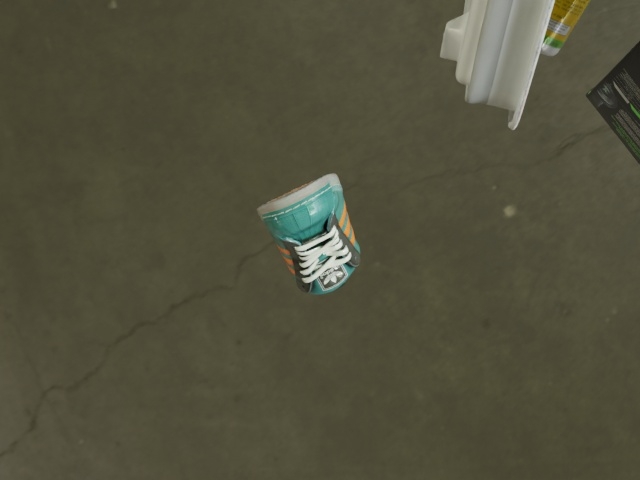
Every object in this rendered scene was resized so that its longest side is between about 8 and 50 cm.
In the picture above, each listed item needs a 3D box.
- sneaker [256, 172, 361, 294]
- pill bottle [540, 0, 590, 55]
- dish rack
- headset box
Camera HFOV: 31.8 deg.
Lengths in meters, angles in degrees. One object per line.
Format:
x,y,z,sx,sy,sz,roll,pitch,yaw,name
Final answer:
0.000,0.000,1.397,0.108,0.302,0.121,-26,82,2,sneaker
0.338,-0.397,1.583,0.136,0.136,0.245,37,113,16,pill bottle
0.143,-0.274,0.791,0.072,0.285,0.333,9,145,3,dish rack
0.497,-0.234,1.419,0.246,0.283,0.131,-37,84,-5,headset box
